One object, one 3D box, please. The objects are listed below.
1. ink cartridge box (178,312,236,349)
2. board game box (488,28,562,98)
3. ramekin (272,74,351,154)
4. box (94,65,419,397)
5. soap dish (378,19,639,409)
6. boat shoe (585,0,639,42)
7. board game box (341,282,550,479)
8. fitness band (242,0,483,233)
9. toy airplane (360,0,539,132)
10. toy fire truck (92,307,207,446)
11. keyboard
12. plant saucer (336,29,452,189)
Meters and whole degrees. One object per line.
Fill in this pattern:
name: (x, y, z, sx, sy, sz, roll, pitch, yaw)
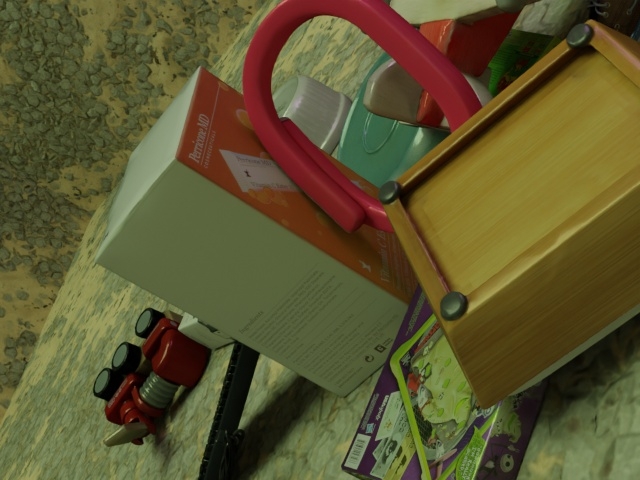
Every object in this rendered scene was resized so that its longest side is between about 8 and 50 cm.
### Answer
ink cartridge box: (-0.145, 0.092, 1.399, 0.191, 0.082, 0.139, -29, 35, 53)
board game box: (0.238, -0.215, 1.045, 0.092, 0.043, 0.181, -55, 22, 8)
ramekin: (-0.046, -0.213, 1.565, 0.207, 0.109, 0.207, -45, 25, 28)
box: (-0.057, -0.006, 0.983, 0.168, 0.345, 0.215, -45, 25, 28)
soap dish: (0.194, -0.034, 0.696, 0.291, 0.118, 0.229, -40, 38, 17)
boat shoe: (0.320, -0.254, 0.891, 0.183, 0.066, 0.066, -54, 21, 8)
board game box: (0.153, 0.086, 0.818, 0.346, 0.056, 0.208, -65, 18, -17)
fitness band: (0.044, -0.132, 0.876, 0.209, 0.291, 0.054, -51, -11, 32)
toy airplane: (0.146, -0.309, 0.935, 0.386, 0.272, 0.384, -37, 32, 38)
toy fire truck: (-0.294, 0.257, 1.432, 0.217, 0.158, 0.246, -53, 34, 10)
keyboard: (-0.124, 0.240, 1.066, 0.201, 0.033, 0.317, -99, 23, -60)
plant saucer: (0.102, -0.166, 1.184, 0.317, 0.044, 0.317, -47, 33, 45)
